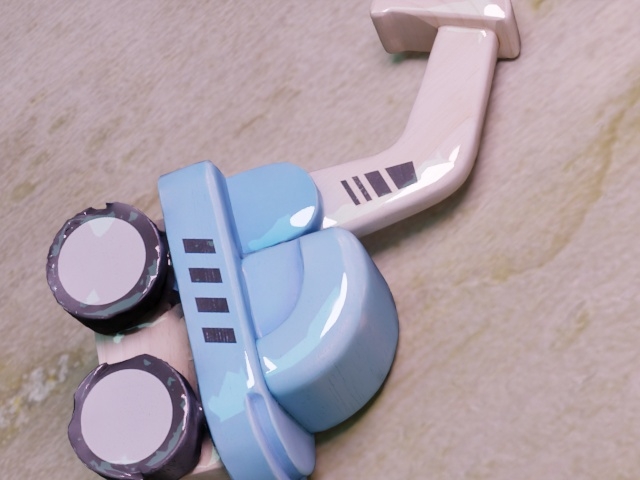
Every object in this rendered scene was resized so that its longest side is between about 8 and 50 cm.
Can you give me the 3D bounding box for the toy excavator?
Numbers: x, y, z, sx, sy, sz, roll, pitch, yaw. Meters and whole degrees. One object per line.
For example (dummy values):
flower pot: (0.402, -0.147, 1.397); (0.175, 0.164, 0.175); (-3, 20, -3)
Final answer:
toy excavator: (0.000, 0.000, 1.380); (0.445, 0.222, 0.433); (-17, 65, 7)
